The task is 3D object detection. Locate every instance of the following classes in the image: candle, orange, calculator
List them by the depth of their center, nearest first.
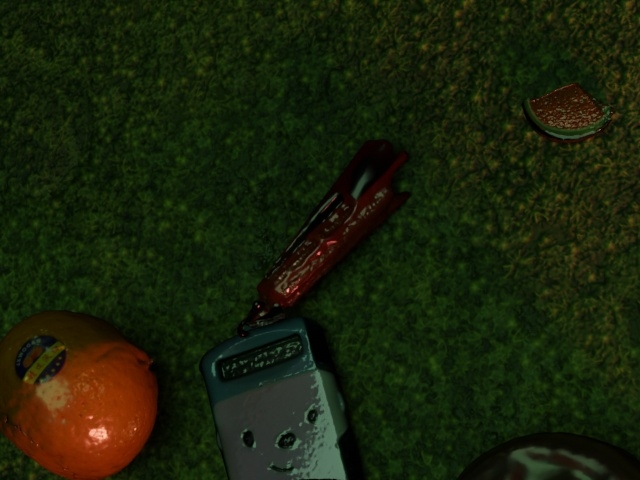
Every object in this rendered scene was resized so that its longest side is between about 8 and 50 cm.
[{"bbox_3d":[-0.044,0.225,1.632,0.173,0.051,0.293,-21,74,17],"label":"calculator"},{"bbox_3d":[0.000,0.000,1.639,0.084,0.059,0.301,42,86,14],"label":"candle"},{"bbox_3d":[-0.300,0.186,1.649,0.219,0.219,0.193,33,63,23],"label":"orange"}]

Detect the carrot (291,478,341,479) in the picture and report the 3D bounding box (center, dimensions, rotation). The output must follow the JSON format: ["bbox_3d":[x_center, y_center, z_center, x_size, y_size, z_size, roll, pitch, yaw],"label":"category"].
[{"bbox_3d":[-0.040,0.302,1.564,0.161,0.055,0.055,-7,78,26],"label":"carrot"}]

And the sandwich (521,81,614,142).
[{"bbox_3d":[0.291,-0.146,1.587,0.101,0.026,0.069,-17,71,14],"label":"sandwich"}]

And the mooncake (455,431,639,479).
[{"bbox_3d":[0.256,0.347,1.442,0.284,0.155,0.284,-4,79,22],"label":"mooncake"}]
